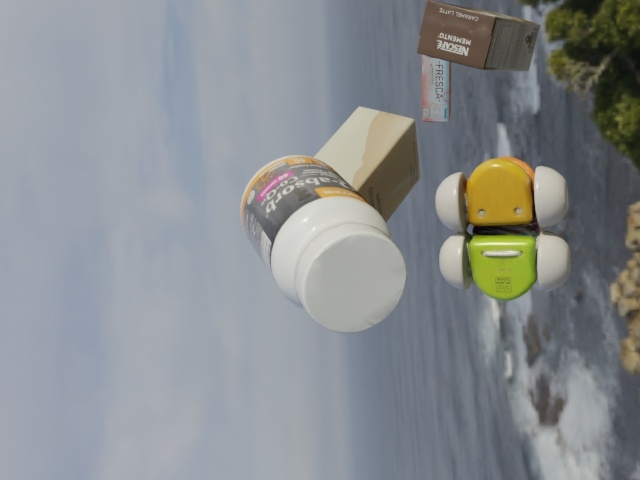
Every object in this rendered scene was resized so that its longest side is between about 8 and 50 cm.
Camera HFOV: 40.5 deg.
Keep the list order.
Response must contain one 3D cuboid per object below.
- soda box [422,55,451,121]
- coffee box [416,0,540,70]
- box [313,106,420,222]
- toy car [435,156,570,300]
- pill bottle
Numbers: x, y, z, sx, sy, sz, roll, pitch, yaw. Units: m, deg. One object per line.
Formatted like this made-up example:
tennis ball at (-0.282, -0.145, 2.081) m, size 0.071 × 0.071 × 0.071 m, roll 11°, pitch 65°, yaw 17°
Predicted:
soda box at (0.241, -0.339, 1.791) m, size 0.063 × 0.058 × 0.183 m, roll -69°, pitch -22°, yaw -58°
coffee box at (0.300, -0.382, 1.631) m, size 0.246 × 0.141 × 0.098 m, roll -15°, pitch -58°, yaw -56°
box at (0.048, -0.082, 1.507) m, size 0.311 × 0.121 × 0.148 m, roll -52°, pitch -34°, yaw -34°
toy car at (0.237, -0.019, 1.106) m, size 0.136 × 0.159 × 0.182 m, roll -33°, pitch -61°, yaw -67°
pill bottle at (0.000, 0.000, 1.128) m, size 0.278 × 0.162 × 0.162 m, roll -130°, pitch 34°, yaw -62°
